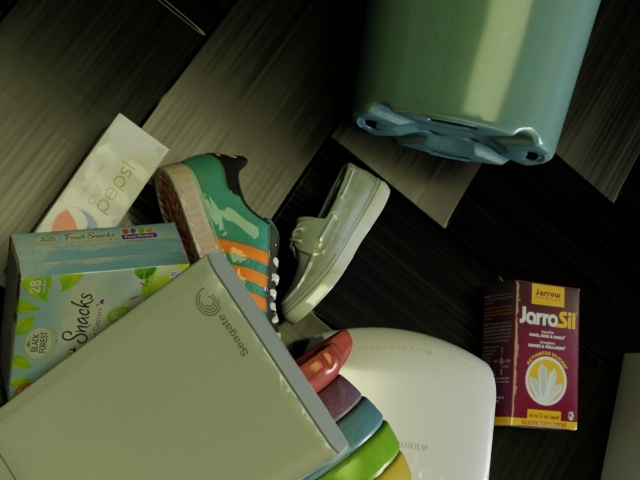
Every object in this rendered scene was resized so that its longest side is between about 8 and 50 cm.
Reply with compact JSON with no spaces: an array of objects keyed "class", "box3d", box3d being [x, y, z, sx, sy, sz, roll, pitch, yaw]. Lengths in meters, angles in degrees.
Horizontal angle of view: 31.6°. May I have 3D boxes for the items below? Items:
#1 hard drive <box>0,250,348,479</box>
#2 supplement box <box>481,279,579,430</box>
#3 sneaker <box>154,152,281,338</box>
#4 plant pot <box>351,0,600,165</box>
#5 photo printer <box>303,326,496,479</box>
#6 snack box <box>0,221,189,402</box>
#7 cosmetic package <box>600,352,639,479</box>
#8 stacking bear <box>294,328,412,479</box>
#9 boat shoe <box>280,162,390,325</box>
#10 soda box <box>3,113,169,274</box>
[{"class":"hard drive","box3d":[-0.177,0.204,1.150,0.353,0.047,0.233,-36,84,18]},{"class":"supplement box","box3d":[0.274,0.152,1.484,0.104,0.081,0.188,8,79,-22]},{"class":"sneaker","box3d":[-0.089,0.040,1.327,0.121,0.108,0.302,-19,92,-25]},{"class":"plant pot","box3d":[0.195,-0.281,1.395,0.341,0.341,0.334,14,86,-21]},{"class":"photo printer","box3d":[0.085,0.261,1.371,0.256,0.107,0.307,12,78,-21]},{"class":"snack box","box3d":[-0.245,0.079,1.203,0.175,0.207,0.070,-4,46,-25]},{"class":"cosmetic package","box3d":[0.477,0.319,1.533,0.160,0.113,0.309,19,77,-20]},{"class":"stacking bear","box3d":[0.035,0.264,1.209,0.164,0.175,0.289,-35,88,9]},{"class":"boat shoe","box3d":[0.001,-0.001,1.395,0.081,0.079,0.227,36,64,-8]},{"class":"soda box","box3d":[-0.265,-0.035,1.282,0.074,0.069,0.216,36,71,-15]}]
